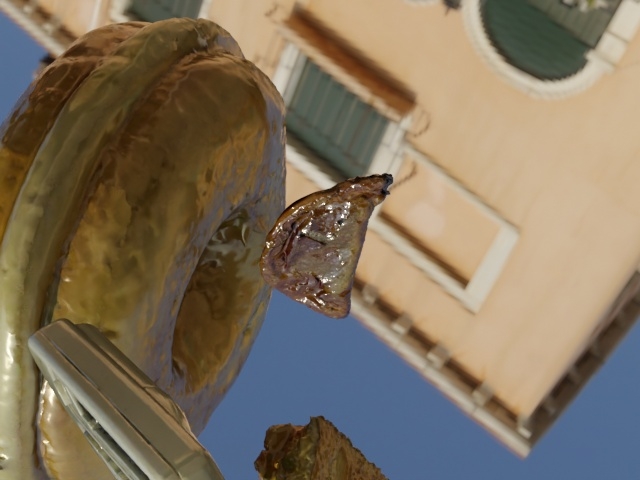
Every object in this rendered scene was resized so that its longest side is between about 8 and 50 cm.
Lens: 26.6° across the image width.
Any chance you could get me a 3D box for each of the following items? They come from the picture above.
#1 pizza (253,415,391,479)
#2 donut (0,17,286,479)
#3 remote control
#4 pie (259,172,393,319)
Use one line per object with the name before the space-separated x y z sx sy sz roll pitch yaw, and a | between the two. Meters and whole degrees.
pizza | -0.004 0.165 0.795 0.046 0.134 0.175 -4 -174 27
donut | -0.171 0.021 1.173 0.198 0.449 0.449 20 -137 14
remote control | -0.104 0.111 0.785 0.049 0.090 0.230 -33 -148 -17
pie | -0.002 0.001 1.089 0.088 0.191 0.033 0 -128 -14
